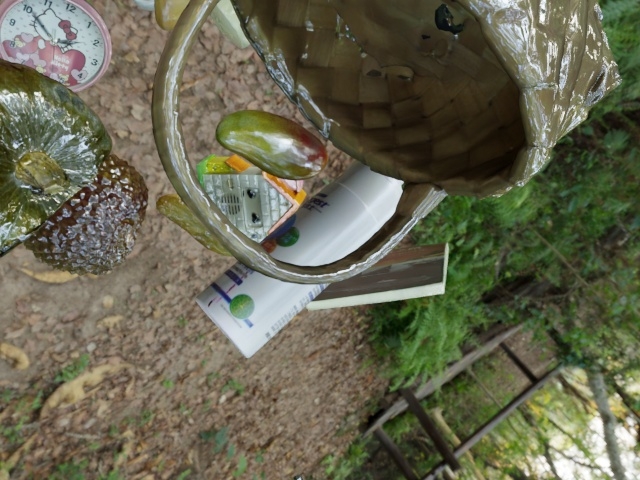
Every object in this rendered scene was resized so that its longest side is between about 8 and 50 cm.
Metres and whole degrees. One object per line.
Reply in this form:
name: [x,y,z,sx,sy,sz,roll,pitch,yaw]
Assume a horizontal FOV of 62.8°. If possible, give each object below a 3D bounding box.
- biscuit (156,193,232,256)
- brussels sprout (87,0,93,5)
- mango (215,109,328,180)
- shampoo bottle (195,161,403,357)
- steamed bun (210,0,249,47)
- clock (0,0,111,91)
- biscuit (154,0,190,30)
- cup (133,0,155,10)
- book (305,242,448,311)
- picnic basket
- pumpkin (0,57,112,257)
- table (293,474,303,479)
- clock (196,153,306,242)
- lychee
biscuit: [-0.262,-0.032,1.179,0.118,0.029,0.247,-7,145,31]
brussels sprout: [-0.655,-0.552,1.309,0.223,0.223,0.161,-11,180,-45]
mango: [-0.089,-0.194,1.088,0.267,0.133,0.111,13,155,-35]
shampoo bottle: [0.000,0.000,0.611,0.303,0.092,0.092,-42,155,-14]
steamed bun: [-0.228,-0.708,1.610,0.200,0.155,0.250,-41,-178,-1]
clock: [-0.602,-0.447,1.188,0.244,0.056,0.245,-13,134,-14]
biscuit: [-0.133,-0.381,0.738,0.207,0.047,0.165,-5,111,-11]
cup: [-0.363,-0.650,1.094,0.256,0.301,0.227,-20,-174,9]
book: [0.139,0.068,1.124,0.262,0.028,0.374,-10,-171,16]
picnic basket: [0.017,-0.118,0.434,0.337,0.337,0.293,-40,122,1]
pumpkin: [-0.463,-0.132,0.738,0.232,0.241,0.325,69,35,-44]
table: [-0.031,0.615,0.912,0.222,0.273,0.335,-23,174,-22]
clock: [-0.166,-0.101,1.341,0.106,0.255,0.220,-67,157,-64]
lychee: [-0.486,-0.063,1.050,0.267,0.267,0.268,-30,152,-18]
